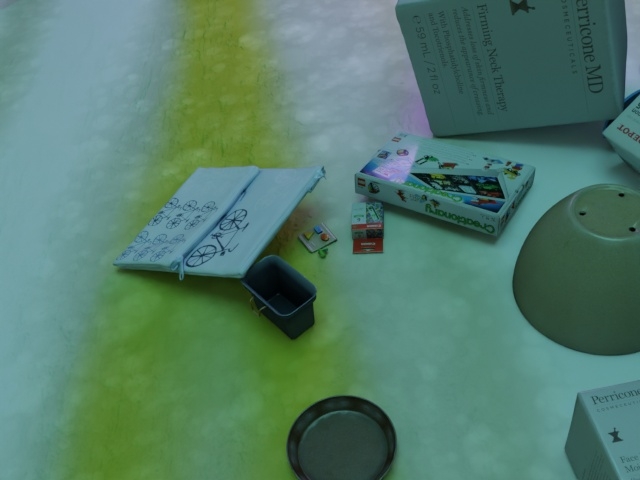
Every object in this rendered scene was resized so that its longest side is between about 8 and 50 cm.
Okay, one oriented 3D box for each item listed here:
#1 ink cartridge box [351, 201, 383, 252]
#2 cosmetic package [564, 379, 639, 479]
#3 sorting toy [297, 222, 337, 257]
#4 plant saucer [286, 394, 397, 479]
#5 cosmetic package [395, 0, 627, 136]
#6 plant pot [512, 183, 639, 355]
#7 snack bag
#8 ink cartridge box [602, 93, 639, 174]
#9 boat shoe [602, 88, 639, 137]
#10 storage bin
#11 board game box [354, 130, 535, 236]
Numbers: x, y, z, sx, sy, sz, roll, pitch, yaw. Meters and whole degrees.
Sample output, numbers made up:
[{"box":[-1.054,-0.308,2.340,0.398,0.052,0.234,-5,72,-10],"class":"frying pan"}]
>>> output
[{"box":[0.092,-0.026,1.473,0.062,0.029,0.115,-2,44,7],"class":"ink cartridge box"},{"box":[0.437,0.301,1.007,0.151,0.152,0.184,-11,45,-3],"class":"cosmetic package"},{"box":[0.000,0.000,1.475,0.062,0.012,0.083,-26,47,-16],"class":"sorting toy"},{"box":[0.033,0.314,1.152,0.168,0.029,0.169,-5,45,5],"class":"plant saucer"},{"box":[0.413,-0.455,1.580,0.393,0.329,0.327,-2,43,27],"class":"cosmetic package"},{"box":[0.467,0.020,1.253,0.284,0.191,0.284,-5,46,5],"class":"plant pot"},{"box":[-0.197,-0.046,1.474,0.342,0.037,0.323,4,43,37],"class":"snack bag"},{"box":[0.703,-0.228,1.394,0.283,0.117,0.207,-48,38,13],"class":"ink cartridge box"},{"box":[0.694,-0.268,1.556,0.258,0.109,0.089,-31,51,-17],"class":"boat shoe"},{"box":[-0.072,0.109,1.325,0.098,0.091,0.135,-36,50,-23],"class":"storage bin"},{"box":[0.246,-0.121,1.506,0.305,0.053,0.193,20,44,26],"class":"board game box"}]
